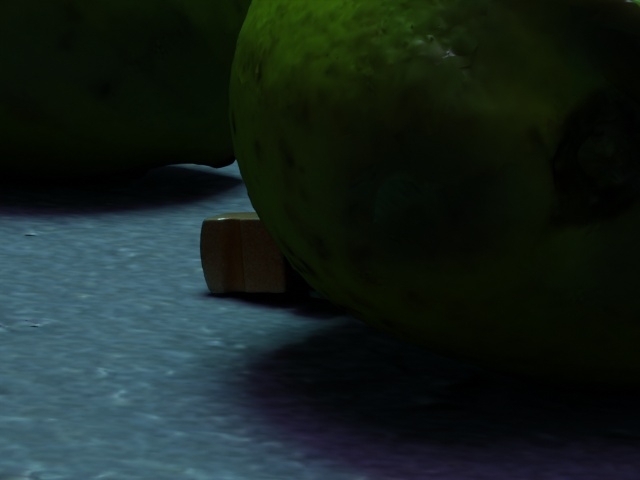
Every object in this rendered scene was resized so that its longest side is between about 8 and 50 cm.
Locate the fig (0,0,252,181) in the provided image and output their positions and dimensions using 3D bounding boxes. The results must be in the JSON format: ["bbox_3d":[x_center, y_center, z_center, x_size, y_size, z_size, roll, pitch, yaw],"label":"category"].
[{"bbox_3d":[-0.126,-0.106,1.018,0.225,0.203,0.203,43,-3,-21],"label":"fig"}]

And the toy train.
[{"bbox_3d":[0.000,0.000,0.829,0.064,0.044,0.103,-2,8,25],"label":"toy train"}]

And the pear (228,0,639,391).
[{"bbox_3d":[0.099,-0.036,0.709,0.286,0.176,0.282,27,25,16],"label":"pear"}]
